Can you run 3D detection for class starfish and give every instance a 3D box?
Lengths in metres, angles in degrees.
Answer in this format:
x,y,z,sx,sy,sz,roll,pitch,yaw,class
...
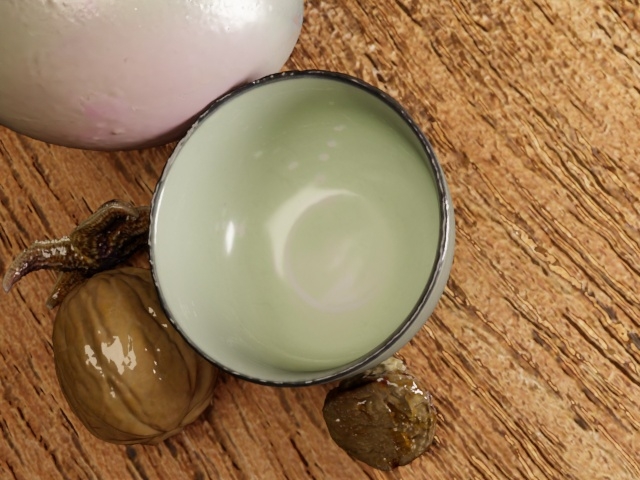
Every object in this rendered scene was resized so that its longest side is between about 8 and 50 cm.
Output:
x,y,z,sx,sy,sz,roll,pitch,yaw,class
-0.275,0.013,1.944,0.238,0.216,0.071,-50,49,46,starfish

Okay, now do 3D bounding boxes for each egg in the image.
x,y,z,sx,sy,sz,roll,pitch,yaw,class
-0.189,-0.268,1.865,0.340,0.354,0.354,10,83,15,egg

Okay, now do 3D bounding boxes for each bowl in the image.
x,y,z,sx,sy,sz,roll,pitch,yaw,class
0.000,0.000,1.815,0.354,0.185,0.353,-4,78,20,bowl

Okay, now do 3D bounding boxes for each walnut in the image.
x,y,z,sx,sy,sz,roll,pitch,yaw,class
-0.218,0.129,1.872,0.213,0.213,0.213,-4,78,21,walnut

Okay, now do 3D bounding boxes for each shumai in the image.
x,y,z,sx,sy,sz,roll,pitch,yaw,class
0.076,0.185,1.807,0.123,0.139,0.105,43,63,-4,shumai
